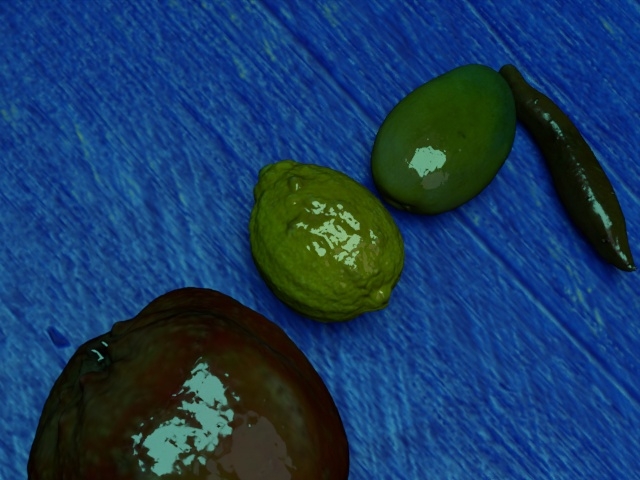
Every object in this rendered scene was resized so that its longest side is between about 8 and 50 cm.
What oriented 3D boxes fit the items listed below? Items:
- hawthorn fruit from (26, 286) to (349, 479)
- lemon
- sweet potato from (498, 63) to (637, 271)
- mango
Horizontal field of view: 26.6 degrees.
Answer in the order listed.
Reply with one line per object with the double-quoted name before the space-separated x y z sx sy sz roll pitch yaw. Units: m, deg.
"hawthorn fruit" -0.092 0.209 1.199 0.330 0.287 0.287 47 71 -18
"lemon" 0.000 0.000 1.329 0.142 0.142 0.187 -38 79 -16
"sweet potato" 0.266 -0.080 1.436 0.057 0.057 0.264 -21 71 -13
"mango" 0.132 -0.108 1.411 0.130 0.092 0.194 30 63 4
